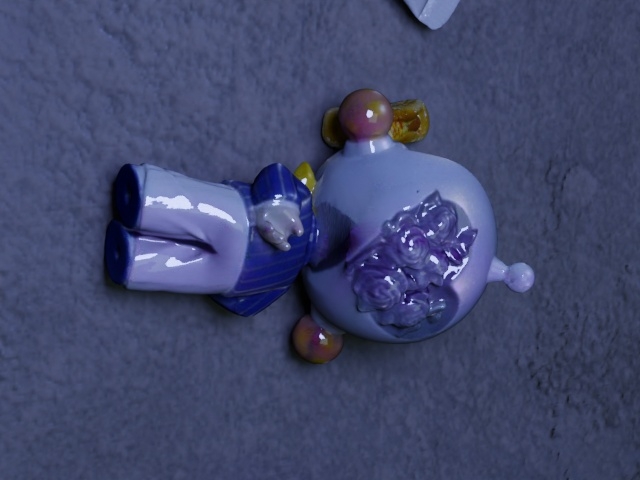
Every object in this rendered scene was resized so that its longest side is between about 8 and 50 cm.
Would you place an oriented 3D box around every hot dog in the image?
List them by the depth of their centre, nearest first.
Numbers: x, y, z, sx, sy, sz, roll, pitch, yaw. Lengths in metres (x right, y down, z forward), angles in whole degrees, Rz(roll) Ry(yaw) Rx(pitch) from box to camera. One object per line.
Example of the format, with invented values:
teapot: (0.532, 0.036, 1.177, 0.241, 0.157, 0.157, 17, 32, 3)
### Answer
hot dog: (0.045, -0.083, 1.228, 0.090, 0.034, 0.030, -7, 104, -30)

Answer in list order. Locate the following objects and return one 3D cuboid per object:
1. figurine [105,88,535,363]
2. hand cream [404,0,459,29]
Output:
figurine: (-0.001, -0.010, 1.161, 0.274, 0.133, 0.194, 26, 101, -31)
hand cream: (0.014, -0.270, 1.145, 0.314, 0.089, 0.139, 31, 86, -40)
